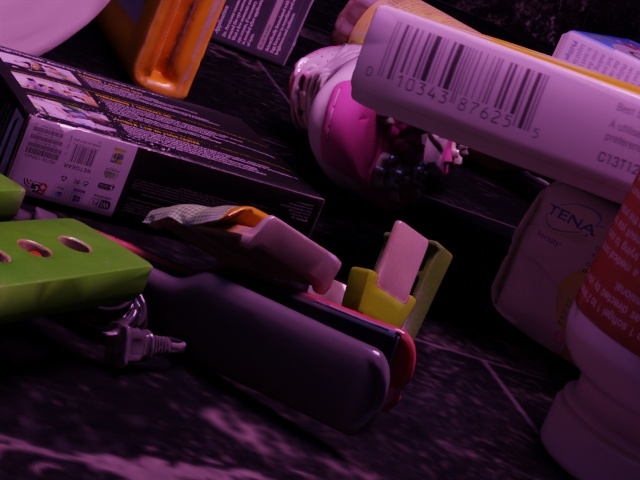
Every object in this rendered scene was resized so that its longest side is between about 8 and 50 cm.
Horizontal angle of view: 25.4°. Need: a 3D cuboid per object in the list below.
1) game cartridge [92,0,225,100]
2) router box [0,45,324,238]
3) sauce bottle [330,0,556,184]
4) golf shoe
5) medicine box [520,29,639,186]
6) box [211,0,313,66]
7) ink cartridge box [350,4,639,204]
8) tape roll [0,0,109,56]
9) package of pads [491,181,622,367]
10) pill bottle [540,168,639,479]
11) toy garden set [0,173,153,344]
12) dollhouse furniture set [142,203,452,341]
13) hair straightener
[{"bbox_3d":[-0.115,-0.291,1.138,0.052,0.285,0.324,16,16,-27],"label":"game cartridge"},{"bbox_3d":[-0.103,-0.050,0.797,0.178,0.046,0.133,15,17,-30],"label":"router box"},{"bbox_3d":[0.146,-0.135,1.330,0.111,0.111,0.344,9,20,-43],"label":"sauce bottle"},{"bbox_3d":[0.026,-0.092,1.059,0.140,0.115,0.306,12,10,15],"label":"golf shoe"},{"bbox_3d":[0.373,-0.084,1.430,0.289,0.149,0.263,29,16,19],"label":"medicine box"},{"bbox_3d":[-0.102,-0.256,1.401,0.158,0.093,0.156,20,16,-19],"label":"box"},{"bbox_3d":[0.202,-0.063,0.888,0.303,0.072,0.307,20,12,15],"label":"ink cartridge box"},{"bbox_3d":[-0.239,-0.246,0.876,0.169,0.246,0.246,35,19,35],"label":"tape roll"},{"bbox_3d":[0.273,0.071,0.852,0.296,0.101,0.229,33,16,33],"label":"package of pads"},{"bbox_3d":[0.191,0.021,0.675,0.121,0.216,0.121,23,15,-7],"label":"pill bottle"},{"bbox_3d":[-0.217,-0.019,0.519,0.244,0.049,0.204,29,14,20],"label":"toy garden set"},{"bbox_3d":[0.000,0.000,0.664,0.076,0.059,0.151,10,-17,46],"label":"dollhouse furniture set"},{"bbox_3d":[-0.074,0.019,0.602,0.230,0.047,0.089,27,15,11],"label":"hair straightener"}]
